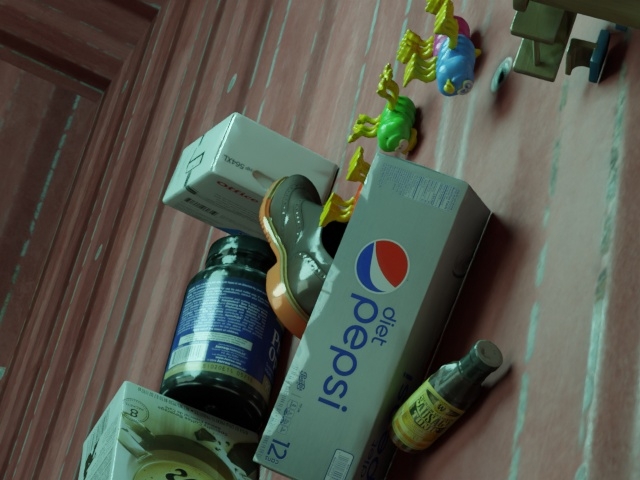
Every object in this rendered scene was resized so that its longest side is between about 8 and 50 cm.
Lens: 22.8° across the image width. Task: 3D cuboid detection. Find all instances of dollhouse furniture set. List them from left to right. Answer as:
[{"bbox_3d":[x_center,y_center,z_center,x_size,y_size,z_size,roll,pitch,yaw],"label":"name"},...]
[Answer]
[{"bbox_3d":[0.232,-0.211,1.260,0.183,0.129,0.129,68,-139,-71],"label":"dollhouse furniture set"}]

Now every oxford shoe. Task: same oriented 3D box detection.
[{"bbox_3d":[0.000,0.000,1.717,0.098,0.097,0.271,-38,30,18],"label":"oxford shoe"}]

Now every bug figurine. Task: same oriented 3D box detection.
[{"bbox_3d":[0.095,-0.132,1.599,0.216,0.072,0.279,-77,14,-52],"label":"bug figurine"}]

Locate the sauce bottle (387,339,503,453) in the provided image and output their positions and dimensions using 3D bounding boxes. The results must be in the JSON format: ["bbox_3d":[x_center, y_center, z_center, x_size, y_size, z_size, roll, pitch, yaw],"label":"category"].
[{"bbox_3d":[0.100,0.124,1.275,0.128,0.042,0.042,-54,20,41],"label":"sauce bottle"}]

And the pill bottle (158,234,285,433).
[{"bbox_3d":[-0.103,0.106,1.792,0.123,0.123,0.219,-47,25,48],"label":"pill bottle"}]

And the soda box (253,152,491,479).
[{"bbox_3d":[0.047,0.078,1.359,0.286,0.091,0.098,-68,-21,-7],"label":"soda box"}]

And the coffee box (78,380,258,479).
[{"bbox_3d":[-0.164,0.306,1.622,0.119,0.168,0.297,-55,20,31],"label":"coffee box"}]

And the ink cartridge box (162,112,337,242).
[{"bbox_3d":[-0.088,-0.069,1.945,0.203,0.148,0.085,-23,44,65],"label":"ink cartridge box"}]
